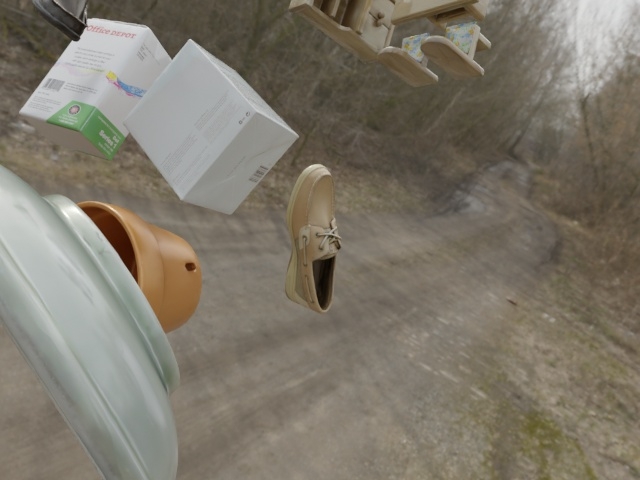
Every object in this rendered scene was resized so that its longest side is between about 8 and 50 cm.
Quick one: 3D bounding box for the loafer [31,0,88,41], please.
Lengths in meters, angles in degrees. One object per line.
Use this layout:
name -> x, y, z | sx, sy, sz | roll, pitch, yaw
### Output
loafer -> -0.412, -0.405, 1.028 | 0.080, 0.078, 0.220 | 36, 22, -51

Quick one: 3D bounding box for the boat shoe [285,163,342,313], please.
boat shoe -> 0.000, 0.000, 1.420 | 0.110, 0.341, 0.122 | 26, 34, 38

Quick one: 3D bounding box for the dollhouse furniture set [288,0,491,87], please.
dollhouse furniture set -> 0.103, -0.335, 0.844 | 0.161, 0.212, 0.242 | 24, -13, -39

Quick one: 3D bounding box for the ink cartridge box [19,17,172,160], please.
ink cartridge box -> -0.484, -0.335, 1.393 | 0.201, 0.278, 0.117 | 18, -20, 28

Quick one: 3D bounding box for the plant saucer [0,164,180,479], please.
plant saucer -> -0.227, 0.072, 0.576 | 0.100, 0.400, 0.400 | -34, 53, -26

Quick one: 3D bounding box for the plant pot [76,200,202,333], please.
plant pot -> -0.367, 0.078, 1.217 | 0.291, 0.291, 0.203 | 35, 16, 28

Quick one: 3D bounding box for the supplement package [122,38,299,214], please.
supplement package -> -0.190, -0.191, 1.107 | 0.203, 0.194, 0.149 | 49, 14, 24
